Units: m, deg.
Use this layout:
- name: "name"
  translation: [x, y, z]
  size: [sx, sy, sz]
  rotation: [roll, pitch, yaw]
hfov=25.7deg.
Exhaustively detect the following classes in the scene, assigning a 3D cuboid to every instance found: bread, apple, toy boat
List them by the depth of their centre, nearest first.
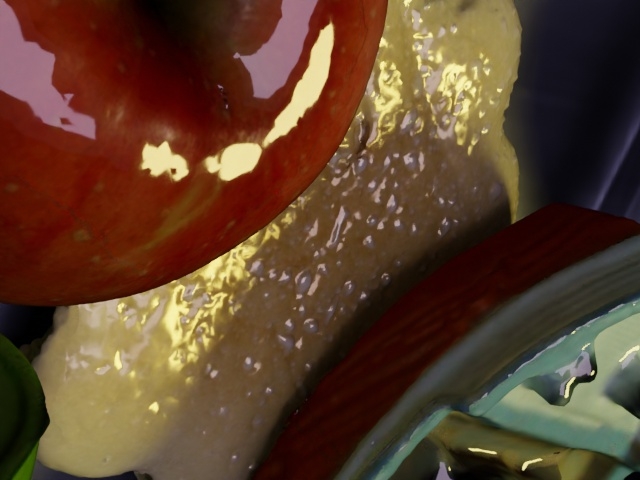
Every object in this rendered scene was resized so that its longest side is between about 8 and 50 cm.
- name: "apple"
  translation: [-0.075, -0.071, 0.394]
  size: [0.181, 0.168, 0.181]
  rotation: [-8, 107, -27]
- name: "toy boat"
  translation: [0.050, 0.134, 0.543]
  size: [0.145, 0.133, 0.332]
  rotation: [21, 106, -44]
- name: "bread"
  translation: [0.000, 0.000, 0.549]
  size: [0.182, 0.039, 0.251]
  rotation: [31, 91, -36]

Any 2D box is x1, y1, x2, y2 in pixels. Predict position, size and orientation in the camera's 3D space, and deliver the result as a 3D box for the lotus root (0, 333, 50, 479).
- name: "lotus root"
  translation: [-0.185, 0.101, 0.415]
  size: [0.186, 0.186, 0.186]
  rotation: [-12, 115, -27]
